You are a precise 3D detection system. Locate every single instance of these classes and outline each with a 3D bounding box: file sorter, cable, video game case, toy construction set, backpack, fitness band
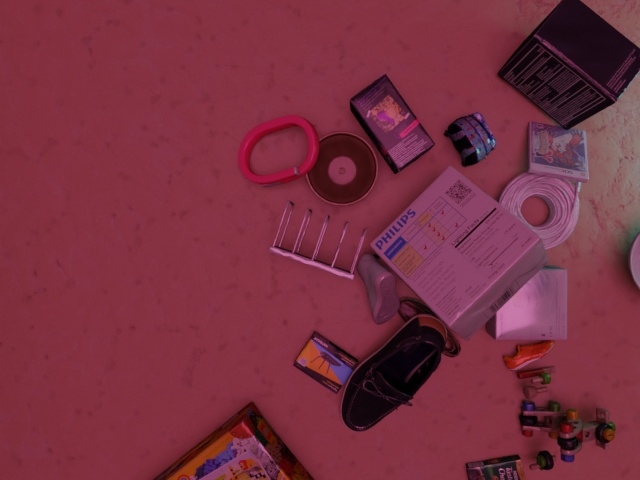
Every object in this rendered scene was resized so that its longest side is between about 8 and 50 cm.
[{"bbox_3d":[0.000,0.000,1.823,0.277,0.193,0.173,20,90,2],"label":"file sorter"},{"bbox_3d":[0.696,-0.098,1.829,0.256,0.089,0.257,2,93,4],"label":"cable"},{"bbox_3d":[0.751,-0.283,1.797,0.183,0.023,0.201,11,60,3],"label":"video game case"},{"bbox_3d":[0.789,0.555,1.819,0.237,0.257,0.309,-6,69,-14],"label":"toy construction set"},{"bbox_3d":[0.479,-0.324,1.787,0.116,0.173,0.158,-31,90,4],"label":"backpack"},{"bbox_3d":[-0.139,-0.288,1.826,0.290,0.054,0.209,-11,78,27],"label":"fitness band"}]

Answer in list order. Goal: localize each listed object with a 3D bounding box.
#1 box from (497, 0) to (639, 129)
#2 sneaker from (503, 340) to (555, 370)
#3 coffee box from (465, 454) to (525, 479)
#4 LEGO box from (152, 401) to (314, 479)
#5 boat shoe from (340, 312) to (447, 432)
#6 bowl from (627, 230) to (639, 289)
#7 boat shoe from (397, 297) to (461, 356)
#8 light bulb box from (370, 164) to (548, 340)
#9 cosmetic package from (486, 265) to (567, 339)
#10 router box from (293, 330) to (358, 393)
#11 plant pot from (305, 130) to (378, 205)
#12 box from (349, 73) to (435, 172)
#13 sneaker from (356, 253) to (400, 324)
[{"bbox_3d":[0.740,-0.522,1.692,0.294,0.296,0.183,38,85,0],"label":"box"},{"bbox_3d":[0.686,0.365,1.864,0.175,0.064,0.067,-28,81,1],"label":"sneaker"},{"bbox_3d":[0.588,0.791,1.899,0.184,0.040,0.113,-10,92,4],"label":"coffee box"},{"bbox_3d":[-0.315,0.852,1.877,0.500,0.193,0.372,-39,90,4],"label":"LEGO box"},{"bbox_3d":[0.220,0.445,1.806,0.186,0.156,0.500,34,112,-7],"label":"boat shoe"},{"bbox_3d":[1.100,0.056,1.789,0.297,0.134,0.298,0,93,3],"label":"bowl"},{"bbox_3d":[0.361,0.284,1.860,0.257,0.095,0.095,38,94,1],"label":"boat shoe"},{"bbox_3d":[0.415,0.038,1.711,0.358,0.225,0.361,-45,57,4],"label":"light bulb box"},{"bbox_3d":[0.656,0.197,1.820,0.224,0.138,0.224,-1,92,5],"label":"cosmetic package"},{"bbox_3d":[0.017,0.411,1.911,0.178,0.046,0.133,33,94,1],"label":"router box"},{"bbox_3d":[0.069,-0.229,1.847,0.237,0.110,0.238,0,92,3],"label":"plant pot"},{"bbox_3d":[0.222,-0.363,1.803,0.143,0.165,0.270,-35,90,4],"label":"box"},{"bbox_3d":[0.182,0.153,1.856,0.094,0.151,0.256,-22,136,-17],"label":"sneaker"}]
